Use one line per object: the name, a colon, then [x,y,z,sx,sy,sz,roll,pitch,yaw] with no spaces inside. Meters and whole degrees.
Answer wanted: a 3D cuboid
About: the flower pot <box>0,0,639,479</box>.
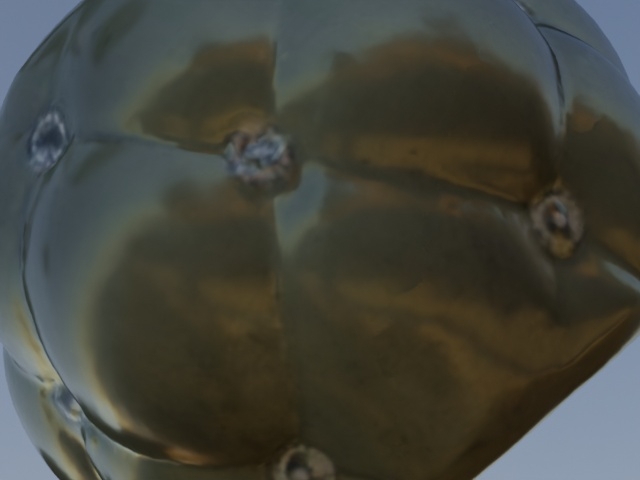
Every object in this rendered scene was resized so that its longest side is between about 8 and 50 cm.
flower pot: [0.000,0.000,0.439,0.246,0.195,0.246,-40,-10,-9]
